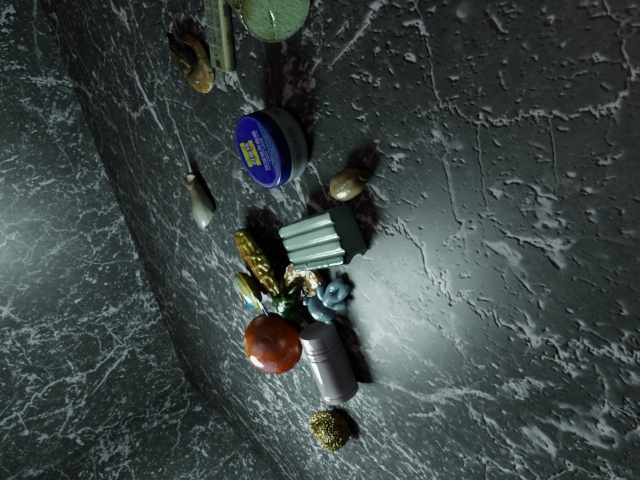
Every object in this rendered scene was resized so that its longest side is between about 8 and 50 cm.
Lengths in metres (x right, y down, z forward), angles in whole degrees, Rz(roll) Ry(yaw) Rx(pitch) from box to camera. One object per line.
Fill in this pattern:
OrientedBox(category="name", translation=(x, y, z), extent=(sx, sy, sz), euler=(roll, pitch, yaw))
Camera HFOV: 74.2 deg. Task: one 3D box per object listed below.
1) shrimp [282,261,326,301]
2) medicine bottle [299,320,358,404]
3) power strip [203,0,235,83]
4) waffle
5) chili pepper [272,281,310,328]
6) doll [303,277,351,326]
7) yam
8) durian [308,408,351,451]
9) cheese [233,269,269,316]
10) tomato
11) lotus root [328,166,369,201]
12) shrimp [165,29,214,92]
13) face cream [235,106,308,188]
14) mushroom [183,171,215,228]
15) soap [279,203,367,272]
OrientedBox(category="shrimp", translation=(-0.062, 0.171, 1.416), extent=(0.164, 0.062, 0.316), euler=(44, 145, 12))
OrientedBox(category="medicine bottle", translation=(0.029, 0.401, 1.395), extent=(0.133, 0.133, 0.249), euler=(1, 115, 52))
OrientedBox(category="power strip", translation=(-0.280, -0.573, 1.177), extent=(0.092, 0.034, 0.267), euler=(34, 137, 34))
OrientedBox(category="waffle", translation=(-0.225, 0.092, 1.515), extent=(0.301, 0.058, 0.281), euler=(32, 146, 58))
OrientedBox(category="chili pepper", translation=(-0.102, 0.221, 1.404), extent=(0.122, 0.065, 0.278), euler=(1, 147, 7))
OrientedBox(category="doll", translation=(0.031, 0.177, 1.295), extent=(0.120, 0.075, 0.179), euler=(45, 117, 11))
OrientedBox(category="yam", translation=(-0.158, -0.591, 0.900), extent=(0.304, 0.168, 0.168), euler=(58, 146, 8))
OrientedBox(category="durian", translation=(0.041, 0.725, 1.623), extent=(0.158, 0.137, 0.168), euler=(46, 134, -13))
OrientedBox(category="cheese", translation=(-0.252, 0.193, 1.539), extent=(0.270, 0.069, 0.176), euler=(27, 145, 56))
OrientedBox(category="tomato", translation=(-0.163, 0.370, 1.537), extent=(0.189, 0.232, 0.232), euler=(-40, 78, 16))
OrientedBox(category="lotus root", translation=(0.061, -0.134, 1.026), extent=(0.150, 0.062, 0.072), euler=(-27, 92, 55))
OrientedBox(category="shrimp", translation=(-0.413, -0.582, 1.325), extent=(0.254, 0.059, 0.145), euler=(59, 143, 2))
OrientedBox(category="face cream", translation=(-0.129, -0.252, 1.146), extent=(0.206, 0.111, 0.205), euler=(33, 137, 37))
OrientedBox(category="mushroom", translation=(-0.494, -0.161, 1.705), extent=(0.224, 0.093, 0.116), euler=(68, 167, -19))
OrientedBox(category="soap", translation=(0.000, 0.000, 1.176), extent=(0.262, 0.094, 0.150), euler=(-13, 99, 53))
